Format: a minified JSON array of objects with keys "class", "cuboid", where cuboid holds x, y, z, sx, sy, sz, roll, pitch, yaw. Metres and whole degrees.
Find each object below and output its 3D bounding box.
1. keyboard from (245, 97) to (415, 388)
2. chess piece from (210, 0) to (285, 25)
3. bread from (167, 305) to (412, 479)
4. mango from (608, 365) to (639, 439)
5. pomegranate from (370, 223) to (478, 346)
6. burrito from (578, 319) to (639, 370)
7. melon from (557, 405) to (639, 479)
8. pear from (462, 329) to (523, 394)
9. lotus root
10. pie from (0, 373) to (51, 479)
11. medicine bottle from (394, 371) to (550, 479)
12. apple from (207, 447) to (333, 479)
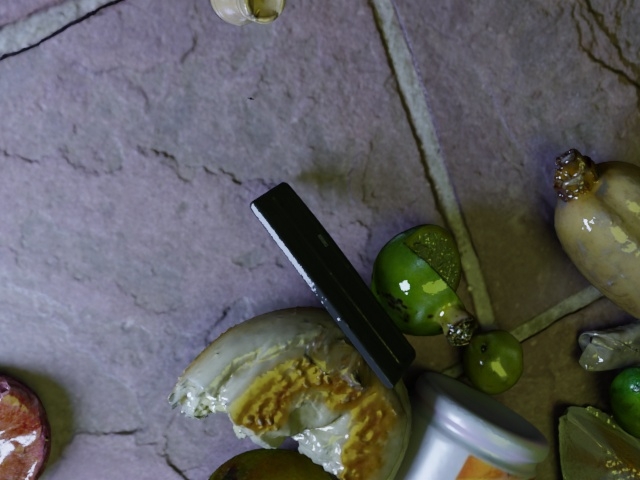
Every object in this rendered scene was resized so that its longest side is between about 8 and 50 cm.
[{"class":"keyboard","cuboid":[-0.010,0.005,1.187,0.041,0.103,0.381,-29,95,31]},{"class":"chess piece","cuboid":[-0.078,-0.266,1.089,0.066,0.122,0.066,-7,110,-19]},{"class":"bread","cuboid":[-0.018,0.175,1.231,0.314,0.171,0.192,26,92,-25]},{"class":"mango","cuboid":[0.494,0.240,1.476,0.178,0.119,0.100,44,49,-44]},{"class":"pomegranate","cuboid":[0.128,0.069,1.262,0.122,0.169,0.143,-18,144,11]},{"class":"burrito","cuboid":[0.489,0.146,1.479,0.226,0.060,0.087,-12,112,-18]},{"class":"melon","cuboid":[0.419,0.340,1.503,0.202,0.093,0.139,32,104,-21]},{"class":"pear","cuboid":[0.240,0.169,1.378,0.097,0.092,0.092,30,95,-27]},{"class":"lotus root","cuboid":[0.422,-0.007,1.358,0.342,0.151,0.169,37,76,-23]},{"class":"pie","cuboid":[-0.408,0.237,1.168,0.182,0.049,0.182,-5,108,-14]},{"class":"medicine bottle","cuboid":[0.151,0.360,1.341,0.202,0.202,0.316,25,98,-26]},{"class":"apple","cuboid":[-0.061,0.368,1.280,0.196,0.157,0.196,-3,126,-5]}]
